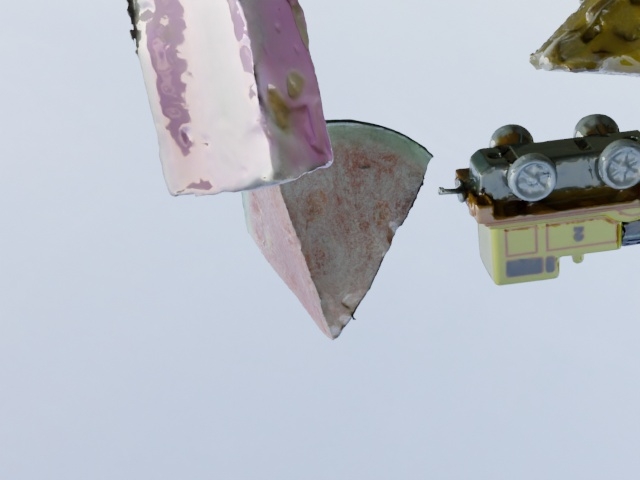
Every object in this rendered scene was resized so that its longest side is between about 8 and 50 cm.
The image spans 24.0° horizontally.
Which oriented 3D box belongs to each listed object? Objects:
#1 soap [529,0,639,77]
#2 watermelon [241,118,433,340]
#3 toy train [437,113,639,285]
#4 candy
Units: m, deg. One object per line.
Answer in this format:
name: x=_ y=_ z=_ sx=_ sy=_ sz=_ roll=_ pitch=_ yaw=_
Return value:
soap: x=0.491 y=-0.225 z=1.988 sx=0.338 sy=0.304 sz=0.169 roll=43 pitch=175 yaw=-7
watermelon: x=-0.028 y=-0.033 z=2.142 sx=0.250 sy=0.283 sz=0.292 roll=31 pitch=-132 yaw=-12
toy train: x=0.209 y=-0.034 z=1.292 sx=0.219 sy=0.127 sz=0.089 roll=-8 pitch=-154 yaw=-6
candy: x=-0.094 y=-0.179 z=1.513 sx=0.155 sy=0.265 sz=0.116 roll=-11 pitch=-177 yaw=32
